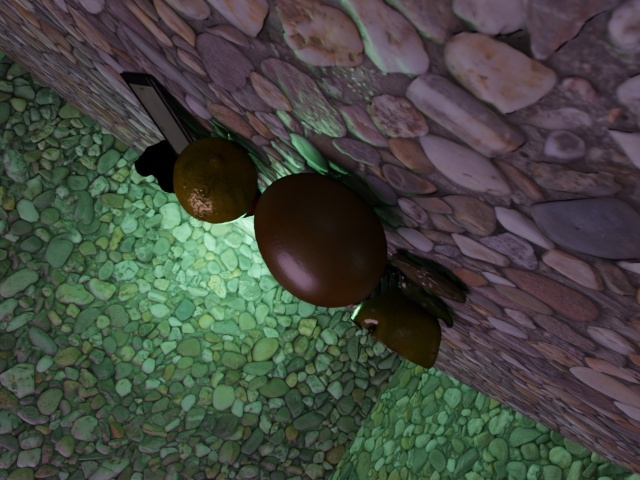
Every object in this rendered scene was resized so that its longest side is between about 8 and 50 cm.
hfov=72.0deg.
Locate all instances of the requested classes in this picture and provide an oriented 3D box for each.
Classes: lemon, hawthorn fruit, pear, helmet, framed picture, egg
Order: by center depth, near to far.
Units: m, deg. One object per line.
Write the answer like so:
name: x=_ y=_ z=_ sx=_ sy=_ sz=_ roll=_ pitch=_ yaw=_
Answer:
egg: x=0.000 y=0.000 z=1.037 sx=0.351 sy=0.283 sz=0.282 roll=42 pitch=168 yaw=-20
lemon: x=-0.314 y=-0.174 z=1.338 sx=0.258 sy=0.258 sz=0.310 roll=35 pitch=168 yaw=-1
framed picture: x=-0.502 y=-0.385 z=1.440 sx=0.265 sy=0.016 sz=0.347 roll=25 pitch=152 yaw=45
pear: x=0.307 y=0.288 z=1.595 sx=0.340 sy=0.191 sz=0.386 roll=37 pitch=-173 yaw=37
hawthorn fruit: x=-0.291 y=-0.169 z=1.695 sx=0.148 sy=0.148 sz=0.172 roll=35 pitch=143 yaw=2
helmet: x=-0.637 y=-0.309 z=1.955 sx=0.338 sy=0.197 sz=0.271 roll=35 pitch=165 yaw=-36

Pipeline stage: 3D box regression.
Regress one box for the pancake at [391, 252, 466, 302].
pancake: x=0.299 y=0.103 z=1.230 sx=0.222 sy=0.042 sz=0.236 roll=34 pitch=174 yaw=-22

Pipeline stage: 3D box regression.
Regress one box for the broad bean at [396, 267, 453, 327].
broad bean: x=0.336 y=0.189 z=1.445 sx=0.339 sy=0.061 sz=0.077 roll=40 pitch=157 yaw=-28

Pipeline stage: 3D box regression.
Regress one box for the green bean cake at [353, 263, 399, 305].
green bean cake: x=0.137 y=0.091 z=1.467 sx=0.208 sy=0.193 sz=0.107 roll=57 pitch=168 yaw=41

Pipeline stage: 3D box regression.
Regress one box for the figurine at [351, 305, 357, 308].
figurine: x=0.217 y=0.320 z=2.307 sx=0.324 sy=0.124 sz=0.222 roll=40 pitch=173 yaw=-7
